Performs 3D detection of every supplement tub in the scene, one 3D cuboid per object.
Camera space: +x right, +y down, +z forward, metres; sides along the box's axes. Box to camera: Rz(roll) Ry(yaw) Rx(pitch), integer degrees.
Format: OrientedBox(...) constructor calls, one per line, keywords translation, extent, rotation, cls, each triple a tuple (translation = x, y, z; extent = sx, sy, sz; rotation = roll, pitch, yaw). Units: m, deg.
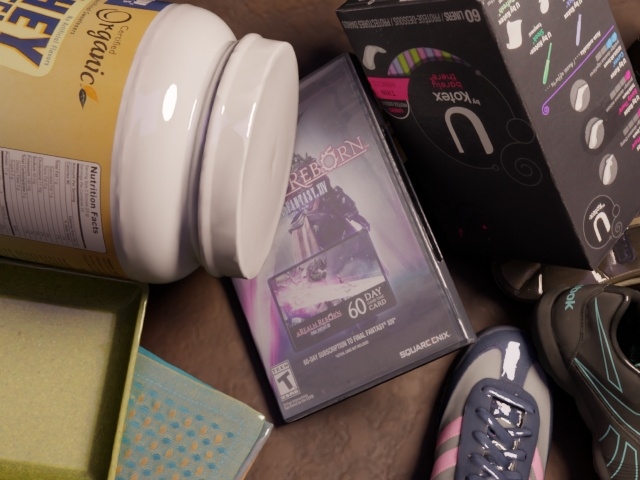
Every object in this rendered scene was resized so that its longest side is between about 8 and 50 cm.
OrientedBox(translation=(-0.191, -0.089, 0.845), extent=(0.316, 0.228, 0.228), rotation=(10, 73, 8), cls="supplement tub")

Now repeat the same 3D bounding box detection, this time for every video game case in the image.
OrientedBox(translation=(0.000, 0.000, 0.916), extent=(0.196, 0.026, 0.274), rotation=(-28, 77, 26), cls="video game case")

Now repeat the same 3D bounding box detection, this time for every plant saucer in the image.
OrientedBox(translation=(-0.250, 0.114, 0.857), extent=(0.188, 0.045, 0.188), rotation=(9, 74, -4), cls="plant saucer")

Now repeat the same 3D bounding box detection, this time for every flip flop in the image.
OrientedBox(translation=(0.303, 0.009, 0.993), extent=(0.277, 0.080, 0.112), rotation=(-12, 72, 5), cls="flip flop")

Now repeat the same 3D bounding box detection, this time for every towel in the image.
OrientedBox(translation=(-0.248, 0.245, 0.867), extent=(0.271, 0.040, 0.370), rotation=(31, 74, 3), cls="towel")

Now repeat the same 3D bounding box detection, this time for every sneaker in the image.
OrientedBox(translation=(0.286, 0.154, 0.904), extent=(0.101, 0.106, 0.267), rotation=(-37, 96, -36), cls="sneaker")
OrientedBox(translation=(0.147, 0.216, 0.878), extent=(0.112, 0.131, 0.319), rotation=(16, 72, -3), cls="sneaker")

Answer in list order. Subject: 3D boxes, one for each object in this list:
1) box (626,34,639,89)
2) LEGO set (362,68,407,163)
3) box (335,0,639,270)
OrientedBox(translation=(0.439, -0.132, 0.934), extent=(0.073, 0.293, 0.295), rotation=(-36, 81, -16), cls="box")
OrientedBox(translation=(0.049, -0.087, 0.965), extent=(0.132, 0.107, 0.287), rotation=(33, 72, 3), cls="LEGO set")
OrientedBox(translation=(0.161, -0.124, 0.887), extent=(0.143, 0.165, 0.270), rotation=(-46, 122, -26), cls="box")
